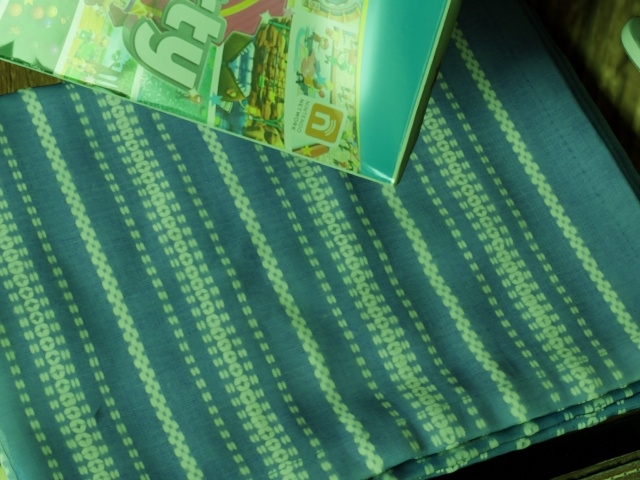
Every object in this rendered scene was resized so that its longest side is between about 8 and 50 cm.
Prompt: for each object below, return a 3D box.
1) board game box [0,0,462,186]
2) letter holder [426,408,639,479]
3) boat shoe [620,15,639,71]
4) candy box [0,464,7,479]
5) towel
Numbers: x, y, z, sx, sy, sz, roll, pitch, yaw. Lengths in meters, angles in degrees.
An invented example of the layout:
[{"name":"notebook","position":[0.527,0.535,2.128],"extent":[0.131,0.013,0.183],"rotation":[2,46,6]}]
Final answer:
[{"name":"board game box","position":[-0.073,-0.181,0.672],"extent":[0.303,0.097,0.224],"rotation":[18,109,4]},{"name":"letter holder","position":[0.175,0.238,0.826],"extent":[0.152,0.214,0.302],"rotation":[-119,11,-83]},{"name":"boat shoe","position":[0.172,-0.061,0.736],"extent":[0.100,0.035,0.035],"rotation":[48,140,17]},{"name":"candy box","position":[-0.049,0.211,0.800],"extent":[0.183,0.087,0.316],"rotation":[8,156,10]},{"name":"towel","position":[0.000,0.000,0.717],"extent":[0.243,0.336,0.040],"rotation":[63,155,24]}]
